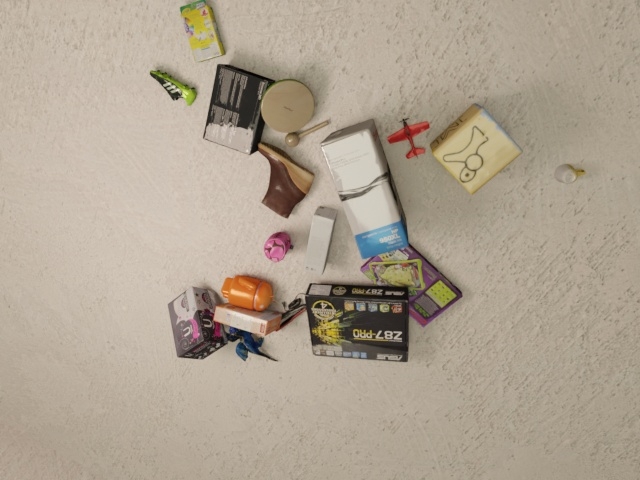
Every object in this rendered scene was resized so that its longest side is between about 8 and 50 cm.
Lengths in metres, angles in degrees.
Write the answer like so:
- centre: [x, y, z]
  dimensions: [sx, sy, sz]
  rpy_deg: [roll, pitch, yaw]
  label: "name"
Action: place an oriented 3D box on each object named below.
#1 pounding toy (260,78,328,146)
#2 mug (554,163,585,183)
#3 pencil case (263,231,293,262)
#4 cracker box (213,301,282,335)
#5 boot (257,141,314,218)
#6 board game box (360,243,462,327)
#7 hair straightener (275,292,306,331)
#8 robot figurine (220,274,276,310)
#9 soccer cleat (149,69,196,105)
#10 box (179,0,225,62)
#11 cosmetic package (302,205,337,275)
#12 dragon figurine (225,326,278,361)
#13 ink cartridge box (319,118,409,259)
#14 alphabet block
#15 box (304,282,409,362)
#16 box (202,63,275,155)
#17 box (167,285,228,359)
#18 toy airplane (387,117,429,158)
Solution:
- centre: [-0.107, -0.460, 1.549]
  dimensions: [0.183, 0.110, 0.237]
  rpy_deg: [-33, 132, 9]
  label: "pounding toy"
- centre: [0.821, -0.221, 1.476]
  dimensions: [0.062, 0.064, 0.078]
  rpy_deg: [43, 112, -7]
  label: "mug"
- centre: [-0.158, 0.026, 1.676]
  dimensions: [0.095, 0.209, 0.098]
  rpy_deg: [11, 97, 2]
  label: "pencil case"
- centre: [-0.292, 0.313, 1.817]
  dimensions: [0.232, 0.155, 0.067]
  rpy_deg: [12, 94, 17]
  label: "cracker box"
- centre: [-0.166, -0.218, 1.645]
  dimensions: [0.248, 0.090, 0.207]
  rpy_deg: [35, 111, -8]
  label: "boot"
- centre: [0.348, 0.157, 1.724]
  dimensions: [0.347, 0.056, 0.208]
  rpy_deg: [42, 108, -7]
  label: "board game box"
- centre: [-0.126, 0.289, 1.861]
  dimensions: [0.230, 0.047, 0.089]
  rpy_deg: [-35, 102, 21]
  label: "hair straightener"
- centre: [-0.289, 0.214, 1.818]
  dimensions: [0.219, 0.128, 0.158]
  rpy_deg: [13, 112, 5]
  label: "robot figurine"
- centre: [-0.534, -0.546, 1.602]
  dimensions: [0.179, 0.060, 0.072]
  rpy_deg: [28, 115, -4]
  label: "soccer cleat"
- centre: [-0.402, -0.711, 1.521]
  dimensions: [0.105, 0.043, 0.179]
  rpy_deg: [-9, 112, 14]
  label: "box"
- centre: [0.000, 0.000, 1.688]
  dimensions: [0.085, 0.117, 0.231]
  rpy_deg: [15, 115, 4]
  label: "cosmetic package"
- centre: [-0.307, 0.453, 1.907]
  dimensions: [0.085, 0.144, 0.289]
  rpy_deg: [-30, 103, 20]
  label: "dragon figurine"
- centre: [0.157, -0.181, 1.494]
  dimensions: [0.166, 0.285, 0.395]
  rpy_deg: [-17, 108, 15]
  label: "ink cartridge box"
- centre: [0.491, -0.297, 1.438]
  dimensions: [0.192, 0.193, 0.197]
  rpy_deg: [45, 112, -7]
  label: "alphabet block"
- centre: [0.150, 0.325, 1.773]
  dimensions: [0.395, 0.097, 0.318]
  rpy_deg: [2, 123, 12]
  label: "box"
- centre: [-0.285, -0.457, 1.567]
  dimensions: [0.184, 0.103, 0.261]
  rpy_deg: [21, 113, 5]
  label: "box"
- centre: [-0.504, 0.337, 1.831]
  dimensions: [0.163, 0.142, 0.247]
  rpy_deg: [-35, 59, 21]
  label: "box"
- centre: [0.308, -0.346, 1.541]
  dimensions: [0.151, 0.028, 0.151]
  rpy_deg: [4, 113, 11]
  label: "toy airplane"
